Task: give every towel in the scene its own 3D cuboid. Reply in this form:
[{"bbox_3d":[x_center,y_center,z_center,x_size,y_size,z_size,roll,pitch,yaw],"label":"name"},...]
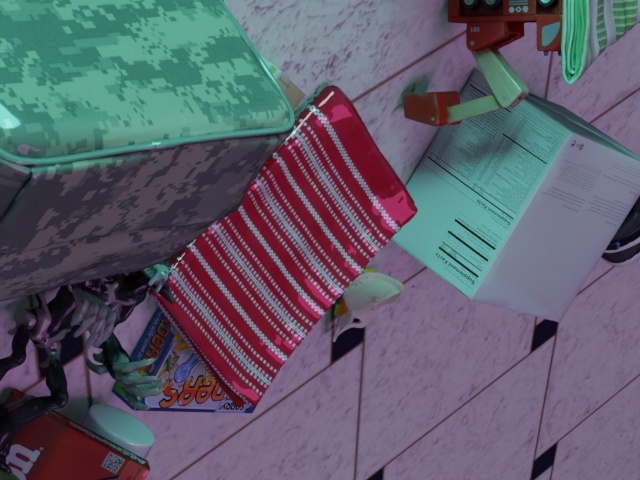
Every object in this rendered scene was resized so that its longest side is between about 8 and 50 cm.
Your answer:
[{"bbox_3d":[0.275,-0.297,1.765,0.325,0.038,0.247,-40,133,-67],"label":"towel"},{"bbox_3d":[-0.029,0.007,1.789,0.275,0.031,0.199,-49,134,-17],"label":"towel"}]

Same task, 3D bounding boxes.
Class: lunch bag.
[{"bbox_3d":[-0.215,-0.061,1.344,0.305,0.212,0.256,-12,148,-46],"label":"lunch bag"}]

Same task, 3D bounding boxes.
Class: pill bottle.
[{"bbox_3d":[-0.226,0.243,1.768,0.094,0.094,0.169,8,115,-57],"label":"pill bottle"}]

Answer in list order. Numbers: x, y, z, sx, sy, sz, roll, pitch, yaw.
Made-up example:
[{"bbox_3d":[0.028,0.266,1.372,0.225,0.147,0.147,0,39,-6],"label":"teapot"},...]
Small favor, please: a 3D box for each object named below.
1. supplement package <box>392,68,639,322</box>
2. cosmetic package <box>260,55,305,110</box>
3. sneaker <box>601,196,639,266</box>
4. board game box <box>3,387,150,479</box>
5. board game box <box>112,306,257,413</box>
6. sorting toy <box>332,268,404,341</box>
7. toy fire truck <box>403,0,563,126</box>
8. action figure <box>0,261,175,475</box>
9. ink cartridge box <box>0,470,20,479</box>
[{"bbox_3d":[0.213,-0.045,2.010,0.194,0.149,0.203,16,109,-52],"label":"supplement package"},{"bbox_3d":[-0.071,-0.105,1.668,0.115,0.041,0.060,-53,150,1],"label":"cosmetic package"},{"bbox_3d":[0.424,-0.067,2.370,0.217,0.079,0.121,-51,152,-1],"label":"sneaker"},{"bbox_3d":[-0.291,0.286,1.701,0.145,0.027,0.281,31,97,-16],"label":"board game box"},{"bbox_3d":[-0.104,0.106,1.853,0.201,0.035,0.136,8,115,-57],"label":"board game box"},{"bbox_3d":[0.039,0.076,2.023,0.083,0.045,0.075,-25,148,-41],"label":"sorting toy"},{"bbox_3d":[0.172,-0.179,1.837,0.047,0.192,0.135,-8,99,-53],"label":"toy fire truck"},{"bbox_3d":[-0.199,0.077,1.587,0.275,0.141,0.164,-47,139,-7],"label":"action figure"},{"bbox_3d":[-0.351,0.254,1.588,0.209,0.109,0.062,-24,140,-41],"label":"ink cartridge box"}]
